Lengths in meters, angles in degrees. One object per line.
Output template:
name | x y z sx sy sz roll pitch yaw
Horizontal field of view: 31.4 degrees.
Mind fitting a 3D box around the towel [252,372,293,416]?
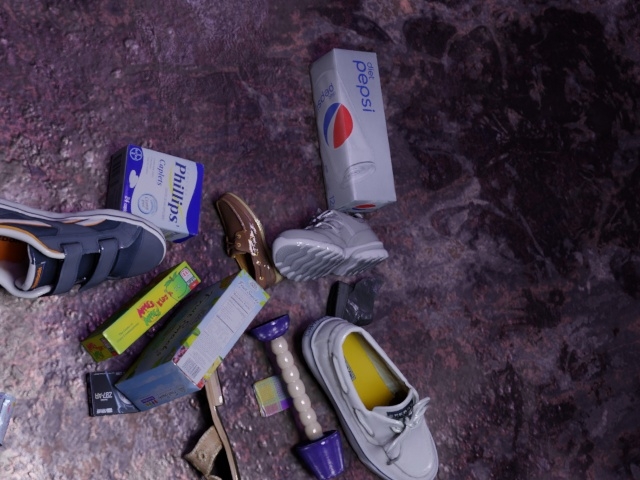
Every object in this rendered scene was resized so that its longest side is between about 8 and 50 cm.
towel | -0.072 0.255 1.901 0.083 0.009 0.060 -18 87 -36

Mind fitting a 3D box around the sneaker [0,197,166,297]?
sneaker | -0.378 0.025 1.675 0.321 0.126 0.127 7 35 -24

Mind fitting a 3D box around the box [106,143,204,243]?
box | -0.265 -0.074 1.825 0.137 0.072 0.126 14 71 -30

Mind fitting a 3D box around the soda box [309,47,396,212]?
soda box | 0.057 -0.196 2.057 0.098 0.091 0.286 0 77 -33

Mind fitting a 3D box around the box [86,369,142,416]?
box | -0.314 0.233 1.743 0.083 0.018 0.067 1 76 -33

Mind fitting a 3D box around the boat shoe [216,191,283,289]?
boat shoe | -0.126 0.004 1.900 0.060 0.064 0.178 -33 100 -34

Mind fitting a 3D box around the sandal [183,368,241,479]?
sandal | -0.178 0.320 1.791 0.079 0.088 0.240 -13 75 -4

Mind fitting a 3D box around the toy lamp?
toy lamp | -0.034 0.260 1.871 0.080 0.080 0.274 -24 90 -35

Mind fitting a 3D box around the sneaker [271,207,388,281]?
sneaker | 0.000 0.000 1.954 0.281 0.105 0.115 4 57 -57

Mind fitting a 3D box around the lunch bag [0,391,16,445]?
lunch bag | -0.463 0.251 1.601 0.053 0.083 0.071 23 66 -27

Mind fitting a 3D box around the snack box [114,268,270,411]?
snack box | -0.194 0.152 1.734 0.070 0.174 0.207 47 50 -15

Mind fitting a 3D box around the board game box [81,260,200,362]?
board game box | -0.276 0.110 1.756 0.043 0.092 0.181 52 56 -9

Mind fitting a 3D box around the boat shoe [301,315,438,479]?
boat shoe | 0.119 0.280 1.903 0.136 0.156 0.367 -39 110 -25

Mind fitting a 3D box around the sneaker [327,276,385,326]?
sneaker | 0.055 0.134 1.991 0.089 0.051 0.170 22 63 -22
